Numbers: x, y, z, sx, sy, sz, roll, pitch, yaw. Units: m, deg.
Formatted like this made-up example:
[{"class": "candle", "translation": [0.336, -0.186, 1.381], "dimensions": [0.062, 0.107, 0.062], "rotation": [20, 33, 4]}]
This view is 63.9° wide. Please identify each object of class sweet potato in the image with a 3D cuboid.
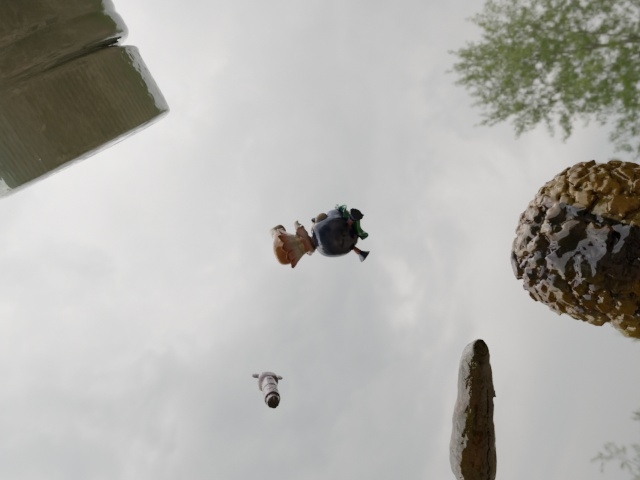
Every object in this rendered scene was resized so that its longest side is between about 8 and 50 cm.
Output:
[{"class": "sweet potato", "translation": [0.244, 0.277, 0.810], "dimensions": [0.075, 0.075, 0.274], "rotation": [-13, -73, -41]}]

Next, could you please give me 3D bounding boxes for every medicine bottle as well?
[{"class": "medicine bottle", "translation": [-0.289, -0.210, 0.427], "dimensions": [0.190, 0.189, 0.332], "rotation": [-41, -64, -27]}]

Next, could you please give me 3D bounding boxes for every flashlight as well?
[{"class": "flashlight", "translation": [-0.079, 0.232, 0.795], "dimensions": [0.052, 0.110, 0.032], "rotation": [8, -85, -12]}]

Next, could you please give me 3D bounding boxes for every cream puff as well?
[{"class": "cream puff", "translation": [0.515, 0.022, 0.912], "dimensions": [0.231, 0.327, 0.343], "rotation": [1, -121, -51]}]

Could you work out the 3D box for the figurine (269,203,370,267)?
[{"class": "figurine", "translation": [0.000, 0.000, 1.004], "dimensions": [0.194, 0.102, 0.112], "rotation": [-21, -57, 8]}]
